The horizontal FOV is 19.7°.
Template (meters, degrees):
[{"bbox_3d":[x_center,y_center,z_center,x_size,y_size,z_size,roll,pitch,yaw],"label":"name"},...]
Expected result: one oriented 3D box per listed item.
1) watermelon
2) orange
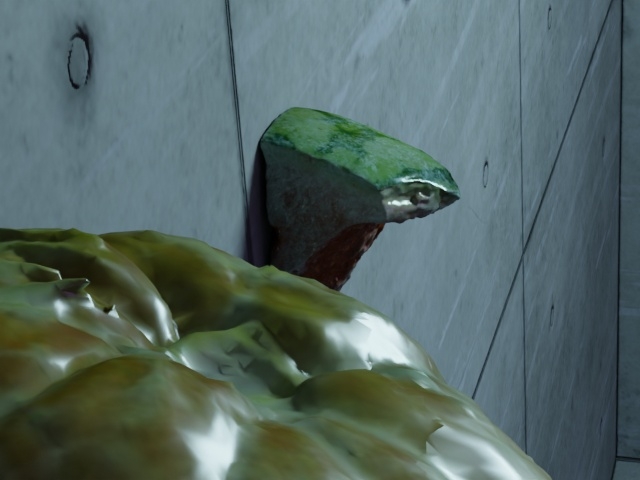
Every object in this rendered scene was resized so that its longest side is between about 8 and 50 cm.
[{"bbox_3d":[-0.009,-0.023,1.228,0.158,0.121,0.098,-44,169,32],"label":"watermelon"},{"bbox_3d":[-0.061,0.134,0.529,0.329,0.329,0.249,-33,141,-71],"label":"orange"}]
